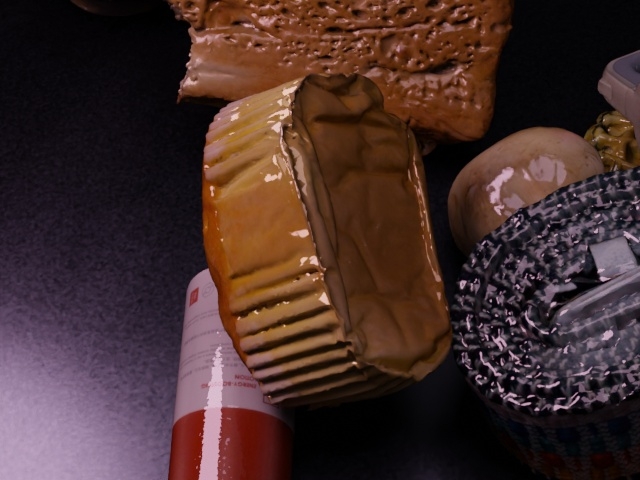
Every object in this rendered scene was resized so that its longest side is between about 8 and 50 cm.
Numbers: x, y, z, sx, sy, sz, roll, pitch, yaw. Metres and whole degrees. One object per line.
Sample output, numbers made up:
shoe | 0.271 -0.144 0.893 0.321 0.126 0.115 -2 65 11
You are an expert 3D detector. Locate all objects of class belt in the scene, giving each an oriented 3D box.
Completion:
belt | 0.251 0.062 0.916 0.295 0.160 0.207 -30 47 -3

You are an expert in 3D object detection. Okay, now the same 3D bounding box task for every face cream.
face cream | -0.067 0.132 0.912 0.096 0.096 0.214 2 55 0

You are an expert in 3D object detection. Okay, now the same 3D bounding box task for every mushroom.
mushroom | 0.179 -0.037 1.017 0.148 0.148 0.112 -26 92 -18

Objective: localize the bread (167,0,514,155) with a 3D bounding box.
bread | -0.016 -0.194 1.088 0.380 0.185 0.109 11 15 -4

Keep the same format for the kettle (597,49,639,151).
kettle | 0.397 -0.142 1.051 0.243 0.160 0.210 -16 42 -13

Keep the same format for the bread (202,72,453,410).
bread | 0.000 0.000 0.880 0.133 0.179 0.250 -21 79 33

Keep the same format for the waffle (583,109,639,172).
waffle | 0.346 -0.069 1.098 0.183 0.036 0.169 -18 60 -14

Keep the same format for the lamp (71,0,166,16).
lamp | -0.211 -0.356 1.183 0.247 0.247 0.247 0 54 0
